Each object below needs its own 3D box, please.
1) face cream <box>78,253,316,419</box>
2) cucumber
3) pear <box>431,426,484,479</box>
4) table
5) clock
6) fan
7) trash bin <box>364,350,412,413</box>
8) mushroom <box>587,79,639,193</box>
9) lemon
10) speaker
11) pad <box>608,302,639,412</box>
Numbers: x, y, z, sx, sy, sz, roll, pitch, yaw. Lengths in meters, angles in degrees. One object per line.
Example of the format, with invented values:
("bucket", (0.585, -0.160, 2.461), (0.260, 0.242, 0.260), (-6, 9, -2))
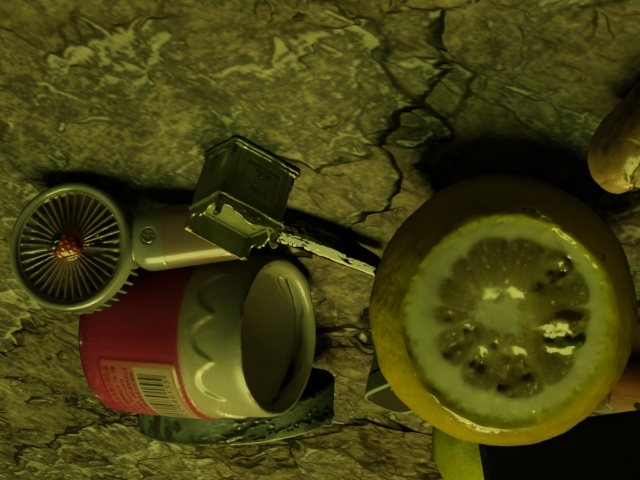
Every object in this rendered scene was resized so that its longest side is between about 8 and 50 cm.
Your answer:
("face cream", (-0.125, 0.096, 1.985), (0.195, 0.175, 0.175), (2, 151, 27))
("cucumber", (0.001, -0.002, 1.890), (0.135, 0.033, 0.034), (17, 121, -7))
("pear", (0.226, 0.205, 2.070), (0.216, 0.166, 0.180), (-36, 132, 8))
("table", (-0.073, -0.038, 1.795), (0.079, 0.083, 0.062), (29, 151, -25))
("clock", (-0.095, 0.181, 2.133), (0.226, 0.049, 0.226), (-3, -172, 0))
("fan", (-0.188, 0.001, 1.908), (0.244, 0.130, 0.074), (-9, 167, 14))
("trash bin", (0.103, 0.098, 1.920), (0.059, 0.130, 0.116), (27, 151, -24))
("mushroom", (0.391, -0.044, 1.537), (0.351, 0.095, 0.123), (14, 136, -1))
("lemon", (0.160, 0.061, 1.715), (0.240, 0.240, 0.219), (15, -177, 0))
("speaker", (0.363, 0.279, 1.951), (0.388, 0.180, 0.184), (-7, 150, -1))
("pad", (0.447, 0.151, 1.978), (0.286, 0.018, 0.284), (12, 154, 9))
